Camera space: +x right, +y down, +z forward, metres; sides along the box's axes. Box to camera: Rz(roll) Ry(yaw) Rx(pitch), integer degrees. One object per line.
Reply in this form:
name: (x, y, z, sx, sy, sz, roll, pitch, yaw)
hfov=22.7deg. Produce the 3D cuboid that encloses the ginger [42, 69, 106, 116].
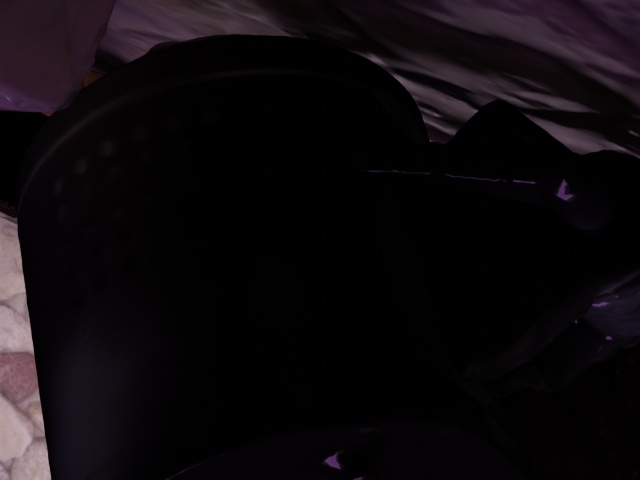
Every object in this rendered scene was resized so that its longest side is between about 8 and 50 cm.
ginger: (-0.144, -0.080, 1.075, 0.193, 0.052, 0.176, 28, 177, -24)

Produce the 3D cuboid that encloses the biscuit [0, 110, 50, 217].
biscuit: (-0.266, -0.102, 1.095, 0.070, 0.106, 0.252, 13, 168, 40)

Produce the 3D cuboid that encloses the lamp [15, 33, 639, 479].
lamp: (-0.038, 0.047, 0.729, 0.272, 0.374, 0.205, 52, -174, 39)

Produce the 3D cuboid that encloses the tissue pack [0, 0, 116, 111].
tissue pack: (-0.190, -0.133, 0.569, 0.185, 0.124, 0.225, 31, 169, -34)

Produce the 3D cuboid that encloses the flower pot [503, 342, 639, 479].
flower pot: (0.155, 0.128, 0.915, 0.267, 0.266, 0.266, 15, 175, -15)
